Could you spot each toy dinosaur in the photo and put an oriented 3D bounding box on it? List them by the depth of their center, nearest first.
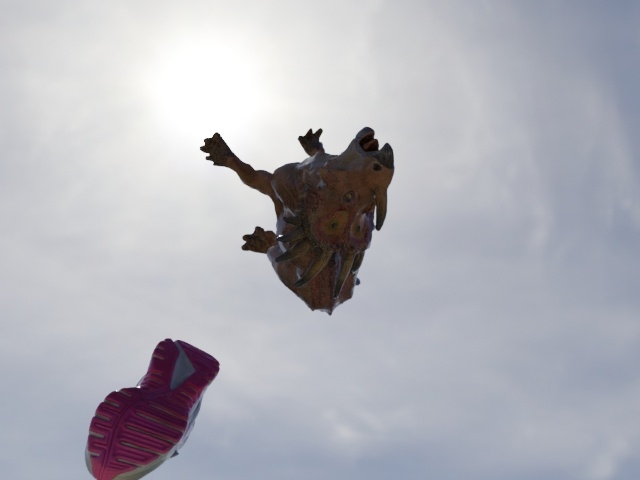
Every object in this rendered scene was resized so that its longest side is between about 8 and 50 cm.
[{"bbox_3d":[0.000,0.000,1.550,0.127,0.200,0.296,-27,-39,-12],"label":"toy dinosaur"}]

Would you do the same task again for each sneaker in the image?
[{"bbox_3d":[-0.199,0.221,1.911,0.103,0.252,0.111,27,-59,10],"label":"sneaker"}]
